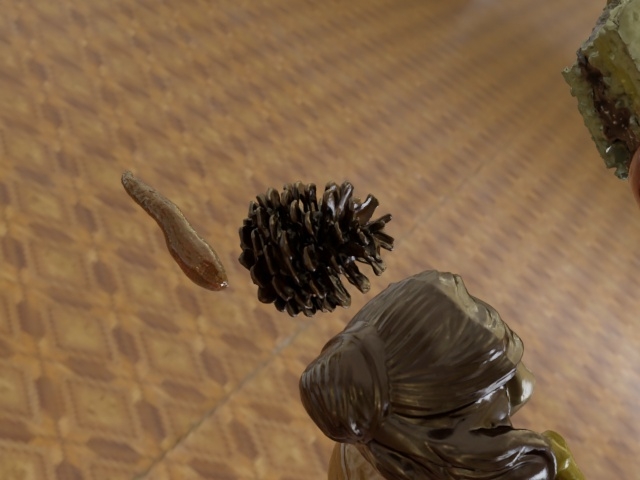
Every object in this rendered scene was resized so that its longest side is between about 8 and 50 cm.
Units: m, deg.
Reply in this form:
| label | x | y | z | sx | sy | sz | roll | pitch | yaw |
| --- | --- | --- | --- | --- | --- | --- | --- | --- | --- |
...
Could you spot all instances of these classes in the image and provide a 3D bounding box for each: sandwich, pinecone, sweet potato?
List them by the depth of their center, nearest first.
| label | x | y | z | sx | sy | sz | roll | pitch | yaw |
| --- | --- | --- | --- | --- | --- | --- | --- | --- | --- |
| sandwich | 0.408 | -0.167 | 1.344 | 0.325 | 0.262 | 0.131 | 9 | -8 | -17 |
| pinecone | 0.004 | 0.004 | 1.511 | 0.163 | 0.165 | 0.163 | 48 | 34 | -48 |
| sweet potato | -0.192 | -0.017 | 1.716 | 0.214 | 0.050 | 0.050 | 50 | 26 | 15 |

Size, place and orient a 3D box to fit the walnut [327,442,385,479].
| label | x | y | z | sx | sy | sz | roll | pitch | yaw |
| --- | --- | --- | --- | --- | --- | --- | --- | --- | --- |
| walnut | 0.092 | 0.274 | 1.479 | 0.167 | 0.167 | 0.207 | 2 | 58 | -52 |

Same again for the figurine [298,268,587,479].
| label | x | y | z | sx | sy | sz | roll | pitch | yaw |
| --- | --- | --- | --- | --- | --- | --- | --- | --- | --- |
| figurine | 0.129 | 0.155 | 0.790 | 0.315 | 0.168 | 0.187 | 55 | -9 | -2 |

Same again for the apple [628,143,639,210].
| label | x | y | z | sx | sy | sz | roll | pitch | yaw |
| --- | --- | --- | --- | --- | --- | --- | --- | --- | --- |
| apple | 0.367 | -0.036 | 1.161 | 0.201 | 0.162 | 0.201 | 54 | 18 | -27 |
